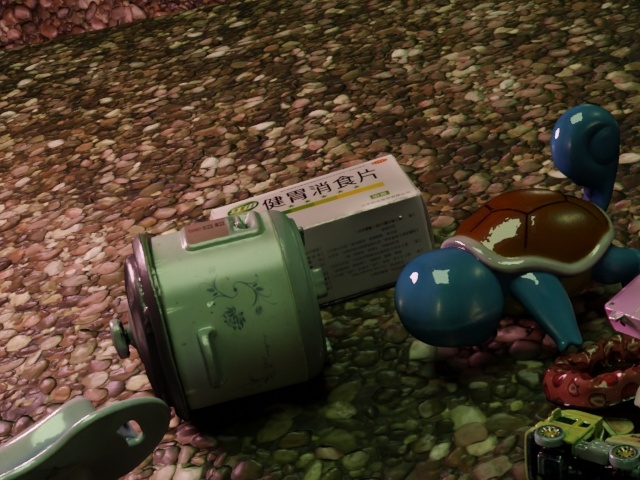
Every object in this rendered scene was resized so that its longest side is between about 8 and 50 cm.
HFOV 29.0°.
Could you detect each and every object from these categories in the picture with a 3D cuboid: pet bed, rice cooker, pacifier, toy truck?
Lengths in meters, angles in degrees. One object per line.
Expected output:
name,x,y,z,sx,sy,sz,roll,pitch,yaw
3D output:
pet bed,0.364,0.158,1.512,0.201,0.054,0.201,-16,3,1
rice cooker,-0.142,0.098,1.703,0.316,0.264,0.317,-9,27,5
pacifier,-0.282,0.322,1.473,0.299,0.244,0.233,-33,62,-7
toy truck,0.334,0.245,1.385,0.191,0.085,0.116,10,27,38

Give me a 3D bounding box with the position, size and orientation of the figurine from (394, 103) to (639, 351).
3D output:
figurine,0.297,0.021,1.696,0.416,0.243,0.298,-44,37,-14

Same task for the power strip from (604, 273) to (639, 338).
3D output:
power strip,0.462,0.028,1.472,0.279,0.037,0.109,-38,27,-18

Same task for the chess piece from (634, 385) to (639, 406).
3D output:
chess piece,0.491,0.098,1.324,0.299,0.194,0.194,-59,35,2

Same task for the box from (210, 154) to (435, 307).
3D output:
box,-0.002,0.001,1.940,0.332,0.145,0.173,-17,25,-4
